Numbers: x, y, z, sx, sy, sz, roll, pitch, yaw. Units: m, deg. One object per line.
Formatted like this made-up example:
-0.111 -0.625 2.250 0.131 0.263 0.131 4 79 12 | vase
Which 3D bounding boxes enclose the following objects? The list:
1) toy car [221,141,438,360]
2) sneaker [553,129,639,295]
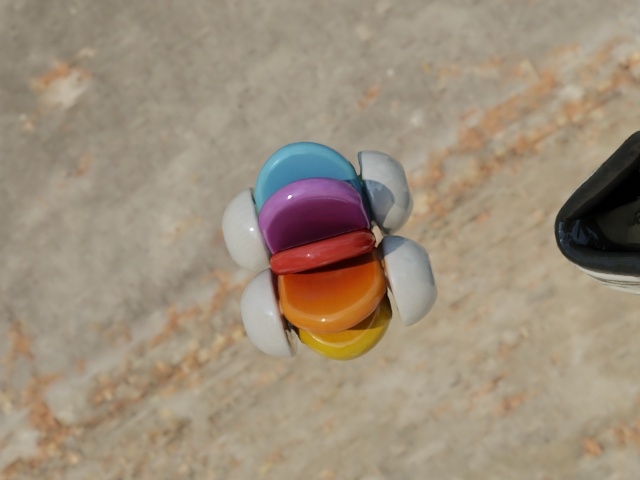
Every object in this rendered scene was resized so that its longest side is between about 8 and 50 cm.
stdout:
0.000 0.000 1.247 0.159 0.182 0.136 -17 -24 6 | toy car
0.391 -0.026 1.180 0.447 0.169 0.257 -13 -4 27 | sneaker
